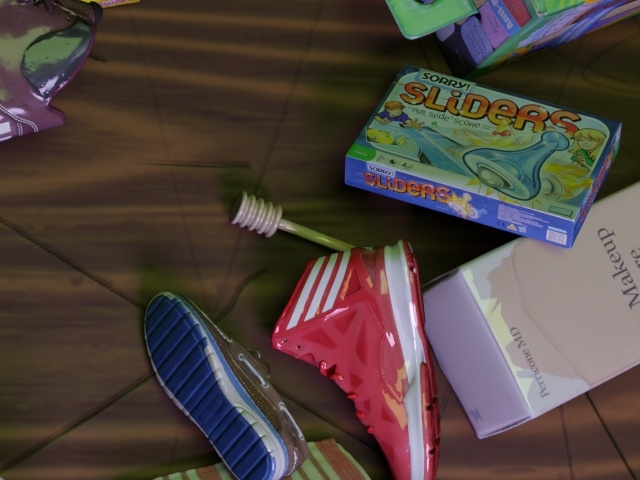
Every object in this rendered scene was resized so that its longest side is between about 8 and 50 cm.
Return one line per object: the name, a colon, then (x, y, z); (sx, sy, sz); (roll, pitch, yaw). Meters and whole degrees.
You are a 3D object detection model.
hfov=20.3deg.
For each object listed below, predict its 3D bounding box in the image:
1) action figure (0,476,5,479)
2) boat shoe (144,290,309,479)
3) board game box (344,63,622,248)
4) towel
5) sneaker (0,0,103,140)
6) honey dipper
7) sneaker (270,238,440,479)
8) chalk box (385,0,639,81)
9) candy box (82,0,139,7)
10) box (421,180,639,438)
action figure: (-0.339, 0.056, 1.205); (0.248, 0.370, 0.275); (-7, 104, 0)
boat shoe: (-0.076, 0.118, 1.449); (0.066, 0.066, 0.183); (-12, 64, -51)
board game box: (0.139, -0.074, 1.515); (0.201, 0.035, 0.136); (16, 46, 16)
towel: (-0.045, 0.220, 1.402); (0.197, 0.144, 0.029); (-10, 120, -20)
sneaker: (-0.262, -0.212, 1.442); (0.163, 0.106, 0.281); (-9, 89, -13)
honey dipper: (0.000, 0.000, 1.525); (0.161, 0.030, 0.030); (22, 70, -17)
sneaker: (0.029, 0.114, 1.493); (0.128, 0.087, 0.221); (-6, 90, 9)
chalk box: (0.183, -0.266, 1.573); (0.289, 0.179, 0.180); (-23, 84, -23)
candy box: (-0.227, -0.293, 1.520); (0.105, 0.027, 0.205); (-13, 81, -24)
box: (0.250, 0.039, 1.549); (0.311, 0.121, 0.148); (-26, 85, -23)
